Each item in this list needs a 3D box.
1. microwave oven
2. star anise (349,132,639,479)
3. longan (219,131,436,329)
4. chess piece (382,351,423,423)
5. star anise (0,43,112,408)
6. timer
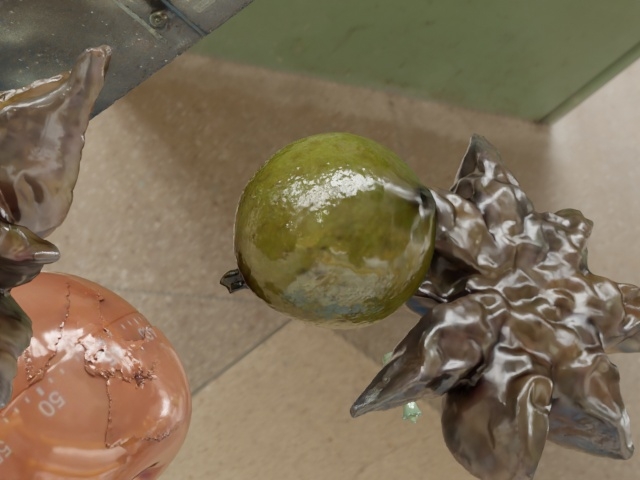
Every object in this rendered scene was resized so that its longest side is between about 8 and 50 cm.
[{"bbox_3d":[-0.306,-0.342,1.535,0.236,0.432,0.374,38,34,-37],"label":"microwave oven"},{"bbox_3d":[0.133,0.051,1.028,0.315,0.108,0.315,13,60,-24],"label":"star anise"},{"bbox_3d":[0.000,0.000,0.938,0.155,0.176,0.145,45,23,-48],"label":"longan"},{"bbox_3d":[0.109,0.188,1.657,0.042,0.042,0.093,0,66,-35],"label":"chess piece"},{"bbox_3d":[-0.246,0.000,0.787,0.109,0.292,0.349,40,55,-45],"label":"star anise"},{"bbox_3d":[-0.234,0.147,1.135,0.215,0.229,0.229,41,48,6],"label":"timer"}]
